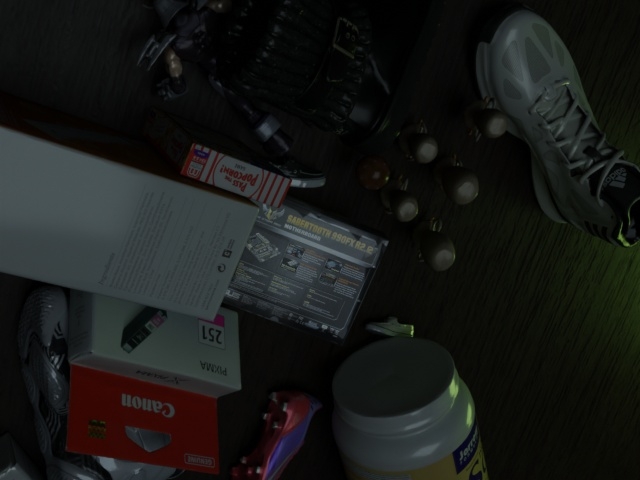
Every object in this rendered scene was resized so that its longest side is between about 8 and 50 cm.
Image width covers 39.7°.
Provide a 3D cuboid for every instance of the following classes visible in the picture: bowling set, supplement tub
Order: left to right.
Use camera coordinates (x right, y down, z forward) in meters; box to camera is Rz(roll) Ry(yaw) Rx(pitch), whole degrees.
[{"bbox_3d":[0.154,0.355,1.506,0.241,0.241,0.331,-24,121,-15],"label":"supplement tub"},{"bbox_3d":[0.148,-0.114,1.380,0.199,0.154,0.287,20,104,-13],"label":"bowling set"}]

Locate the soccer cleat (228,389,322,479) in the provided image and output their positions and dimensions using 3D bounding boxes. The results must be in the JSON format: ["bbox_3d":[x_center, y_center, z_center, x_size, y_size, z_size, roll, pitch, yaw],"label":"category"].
[{"bbox_3d":[-0.079,0.365,1.494,0.095,0.083,0.248,18,100,-36],"label":"soccer cleat"}]

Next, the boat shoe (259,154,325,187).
[{"bbox_3d":[-0.055,-0.106,1.317,0.142,0.049,0.040,4,109,-26],"label":"boat shoe"}]

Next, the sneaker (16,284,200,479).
[{"bbox_3d":[-0.304,0.222,1.290,0.210,0.137,0.366,-17,107,-34],"label":"sneaker"}]

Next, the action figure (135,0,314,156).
[{"bbox_3d":[-0.130,-0.235,1.199,0.185,0.099,0.285,-45,119,6],"label":"action figure"}]

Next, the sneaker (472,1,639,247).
[{"bbox_3d":[0.420,-0.169,1.400,0.169,0.257,0.447,-39,123,-6],"label":"sneaker"}]

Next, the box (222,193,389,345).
[{"bbox_3d":[-0.038,0.034,1.337,0.231,0.056,0.183,20,101,-11],"label":"box"}]

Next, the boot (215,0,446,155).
[{"bbox_3d":[0.023,-0.306,1.159,0.260,0.131,0.348,25,72,-34],"label":"boot"}]

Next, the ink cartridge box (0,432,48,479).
[{"bbox_3d":[-0.466,0.414,1.312,0.154,0.093,0.212,-33,124,-11],"label":"ink cartridge box"}]

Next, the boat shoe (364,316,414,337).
[{"bbox_3d":[0.120,0.148,1.527,0.100,0.035,0.035,15,77,-27],"label":"boat shoe"}]

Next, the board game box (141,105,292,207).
[{"bbox_3d":[-0.142,-0.114,1.182,0.146,0.193,0.045,19,102,-31],"label":"board game box"}]

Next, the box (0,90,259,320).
[{"bbox_3d":[-0.289,-0.048,1.126,0.345,0.215,0.168,17,103,-32],"label":"box"}]

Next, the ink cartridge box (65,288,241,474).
[{"bbox_3d":[-0.223,0.185,1.232,0.060,0.239,0.275,-26,147,32],"label":"ink cartridge box"}]
